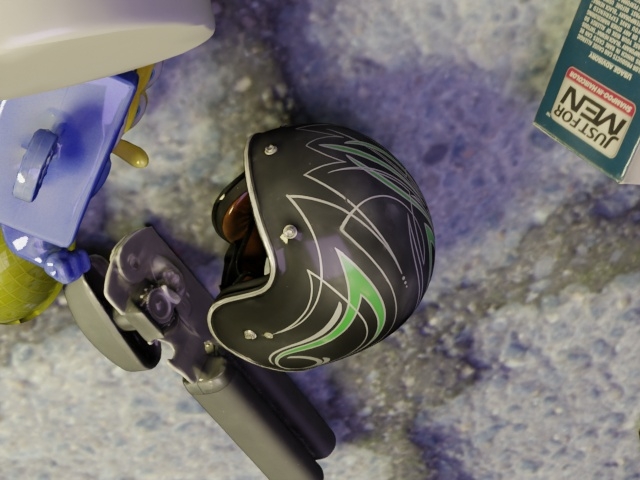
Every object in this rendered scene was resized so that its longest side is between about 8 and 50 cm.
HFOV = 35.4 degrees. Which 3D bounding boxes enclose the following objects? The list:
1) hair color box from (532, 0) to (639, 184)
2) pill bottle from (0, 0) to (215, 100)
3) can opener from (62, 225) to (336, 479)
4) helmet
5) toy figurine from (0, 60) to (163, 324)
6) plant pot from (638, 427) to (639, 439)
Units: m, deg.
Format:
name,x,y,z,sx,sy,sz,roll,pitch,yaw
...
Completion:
name,x,y,z,sx,sy,sz,roll,pitch,yaw
hair color box,0.292,-0.208,0.663,0.173,0.105,0.347,0,121,-31
pill bottle,-0.153,-0.234,0.416,0.187,0.188,0.334,-14,95,-5
can opener,-0.095,0.105,0.814,0.095,0.076,0.283,-12,128,33
helmet,0.000,0.000,0.708,0.169,0.169,0.161,26,127,-24
toy figurine,-0.193,-0.064,0.590,0.191,0.217,0.363,21,111,-22
plant pot,0.440,0.253,0.951,0.167,0.187,0.188,-27,122,-11
